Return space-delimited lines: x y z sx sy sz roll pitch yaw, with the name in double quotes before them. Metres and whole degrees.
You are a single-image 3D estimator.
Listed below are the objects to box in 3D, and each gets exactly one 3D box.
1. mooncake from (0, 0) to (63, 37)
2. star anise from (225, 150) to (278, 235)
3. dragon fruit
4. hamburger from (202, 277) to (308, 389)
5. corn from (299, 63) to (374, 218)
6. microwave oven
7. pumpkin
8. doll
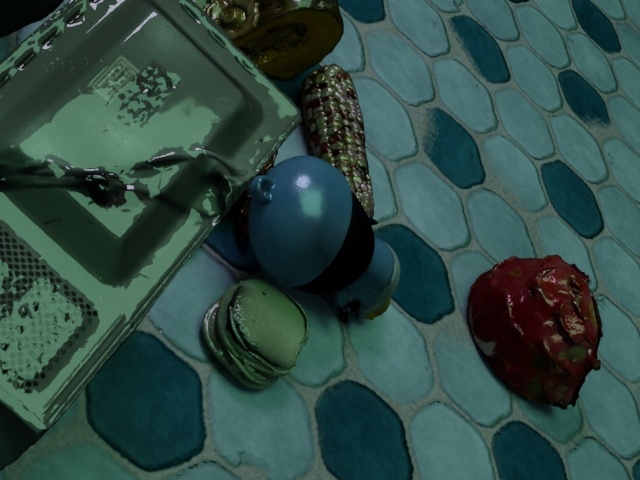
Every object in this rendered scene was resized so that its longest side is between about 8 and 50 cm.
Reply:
"mooncake" -0.434 -0.410 1.346 0.356 0.194 0.356 6 61 -11
"star anise" -0.118 -0.078 1.588 0.234 0.073 0.177 -5 78 -51
"dragon fruit" 0.329 0.134 1.831 0.189 0.163 0.261 -14 68 -21
"hamburger" -0.079 0.114 1.480 0.133 0.062 0.140 49 35 -5
"corn" 0.026 -0.144 1.786 0.092 0.092 0.280 14 55 -38
"microwave oven" -0.265 -0.015 1.105 0.236 0.374 0.432 43 52 -9
"pumpkin" -0.111 -0.325 1.794 0.281 0.190 0.139 -20 70 -6
"doll" 0.000 0.000 1.564 0.314 0.141 0.177 43 53 -47
